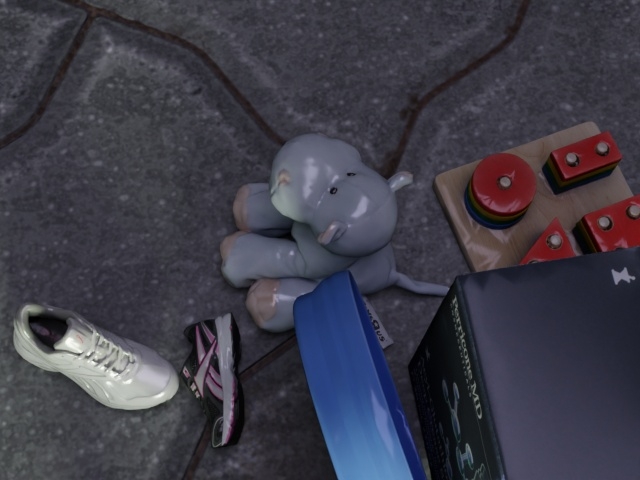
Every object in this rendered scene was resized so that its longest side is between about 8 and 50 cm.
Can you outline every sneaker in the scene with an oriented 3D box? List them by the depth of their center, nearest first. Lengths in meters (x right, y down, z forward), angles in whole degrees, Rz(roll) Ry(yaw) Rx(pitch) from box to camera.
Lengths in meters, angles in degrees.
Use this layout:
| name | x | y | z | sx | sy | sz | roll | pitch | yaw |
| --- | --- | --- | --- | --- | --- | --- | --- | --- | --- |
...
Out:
| name | x | y | z | sx | sy | sz | roll | pitch | yaw |
| --- | --- | --- | --- | --- | --- | --- | --- | --- | --- |
| sneaker | -0.291 | 0.145 | 1.475 | 0.232 | 0.115 | 0.090 | 19 | 70 | 4 |
| sneaker | -0.142 | 0.184 | 1.505 | 0.077 | 0.072 | 0.178 | -7 | 62 | 6 |

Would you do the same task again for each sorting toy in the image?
| name | x | y | z | sx | sy | sz | roll | pitch | yaw |
| --- | --- | --- | --- | --- | --- | --- | --- | --- | --- |
| sorting toy | 0.322 | -0.025 | 1.590 | 0.255 | 0.089 | 0.257 | -20 | 73 | -10 |

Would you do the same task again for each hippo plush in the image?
| name | x | y | z | sx | sy | sz | roll | pitch | yaw |
| --- | --- | --- | --- | --- | --- | --- | --- | --- | --- |
| hippo plush | 0.000 | 0.000 | 1.482 | 0.234 | 0.236 | 0.294 | -40 | 77 | -16 |

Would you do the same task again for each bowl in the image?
| name | x | y | z | sx | sy | sz | roll | pitch | yaw |
| --- | --- | --- | --- | --- | --- | --- | --- | --- | --- |
| bowl | 0.061 | 0.228 | 1.331 | 0.077 | 0.391 | 0.391 | -19 | 72 | 4 |

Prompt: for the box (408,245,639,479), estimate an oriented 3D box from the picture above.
| name | x | y | z | sx | sy | sz | roll | pitch | yaw |
| --- | --- | --- | --- | --- | --- | --- | --- | --- | --- |
| box | 0.251 | 0.218 | 1.334 | 0.211 | 0.395 | 0.294 | -8 | 70 | -7 |
